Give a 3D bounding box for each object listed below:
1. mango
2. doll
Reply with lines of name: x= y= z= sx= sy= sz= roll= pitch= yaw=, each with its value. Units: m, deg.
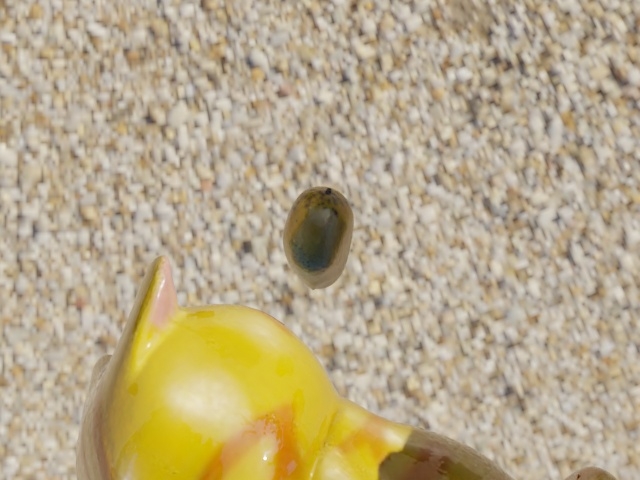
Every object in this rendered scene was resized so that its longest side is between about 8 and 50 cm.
mango: x=0.000 y=0.000 z=1.386 sx=0.057 sy=0.079 sz=0.114 roll=13 pitch=144 yaw=15
doll: x=-0.005 y=0.140 z=0.800 sx=0.269 sy=0.162 sz=0.167 roll=30 pitch=133 yaw=-5
